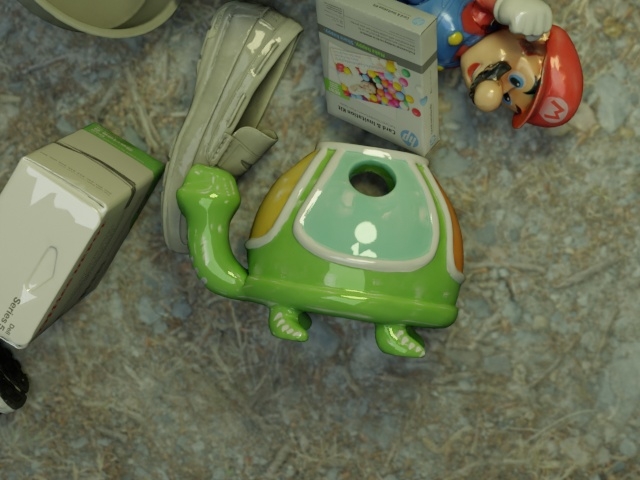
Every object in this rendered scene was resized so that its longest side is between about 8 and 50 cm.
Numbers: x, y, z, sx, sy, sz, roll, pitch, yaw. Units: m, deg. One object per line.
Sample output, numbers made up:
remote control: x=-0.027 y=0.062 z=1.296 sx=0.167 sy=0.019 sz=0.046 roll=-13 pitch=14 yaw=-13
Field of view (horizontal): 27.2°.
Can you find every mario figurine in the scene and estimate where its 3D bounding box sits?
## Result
mario figurine: x=0.148 y=-0.222 z=1.500 sx=0.320 sy=0.198 sz=0.170 roll=31 pitch=92 yaw=4

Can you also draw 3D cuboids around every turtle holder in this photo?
turtle holder: x=0.013 y=0.002 z=1.554 sx=0.320 sy=0.243 sz=0.227 roll=9 pitch=91 yaw=24

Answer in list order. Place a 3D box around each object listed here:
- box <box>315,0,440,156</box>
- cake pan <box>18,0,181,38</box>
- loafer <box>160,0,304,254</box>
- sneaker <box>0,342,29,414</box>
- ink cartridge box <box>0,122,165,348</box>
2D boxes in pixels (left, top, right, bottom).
box: x=0.067 y=-0.197 z=1.509 sx=0.145 sy=0.038 sz=0.186 roll=27 pitch=148 yaw=26
cake pan: x=-0.271 y=-0.363 z=1.494 sx=0.054 sy=0.293 sz=0.293 roll=-14 pitch=102 yaw=43
loafer: x=-0.109 y=-0.127 z=1.591 sx=0.111 sy=0.112 sz=0.319 roll=20 pitch=104 yaw=11
sneaker: x=-0.495 y=0.123 z=1.705 sx=0.108 sy=0.100 sz=0.271 roll=-30 pitch=97 yaw=18
ink cartridge box: x=-0.305 y=-0.013 z=1.558 sx=0.115 sy=0.273 sz=0.198 roll=33 pitch=104 yaw=0
